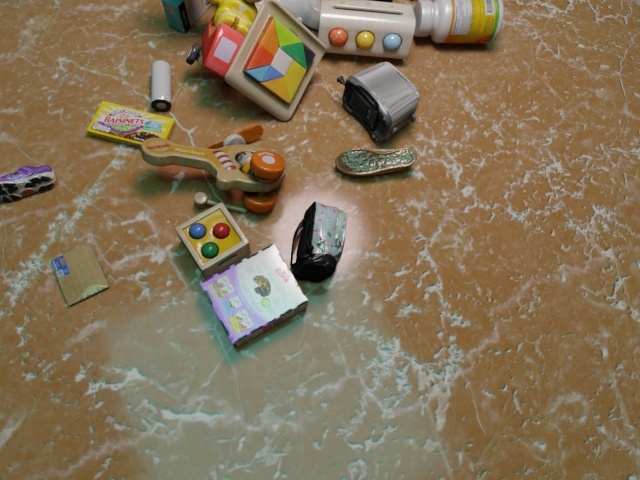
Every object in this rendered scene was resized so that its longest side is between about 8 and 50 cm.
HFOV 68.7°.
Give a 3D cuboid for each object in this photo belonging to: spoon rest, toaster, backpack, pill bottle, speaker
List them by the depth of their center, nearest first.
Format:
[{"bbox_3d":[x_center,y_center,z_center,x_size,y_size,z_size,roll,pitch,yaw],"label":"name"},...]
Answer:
[{"bbox_3d":[0.000,0.000,1.133,0.115,0.152,0.181,17,63,-15],"label":"backpack"},{"bbox_3d":[-0.442,-0.431,1.303,0.055,0.055,0.136,-5,69,-7],"label":"speaker"},{"bbox_3d":[0.166,-0.397,1.307,0.147,0.129,0.227,-33,72,-20],"label":"toaster"},{"bbox_3d":[0.415,-0.678,1.435,0.246,0.136,0.136,-2,68,-5],"label":"pill bottle"},{"bbox_3d":[-0.066,-0.751,1.465,0.277,0.084,0.137,28,69,-8],"label":"spoon rest"}]

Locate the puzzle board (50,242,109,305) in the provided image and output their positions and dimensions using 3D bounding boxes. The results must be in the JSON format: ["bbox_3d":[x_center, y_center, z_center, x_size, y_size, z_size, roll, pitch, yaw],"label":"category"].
[{"bbox_3d":[-0.570,0.079,1.110,0.097,0.011,0.128,-27,72,-14],"label":"puzzle board"}]

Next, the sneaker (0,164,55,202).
[{"bbox_3d":[-0.753,-0.147,1.168,0.170,0.068,0.071,-16,55,-20],"label":"sneaker"}]

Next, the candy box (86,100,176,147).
[{"bbox_3d":[-0.507,-0.306,1.263,0.206,0.027,0.105,14,64,0],"label":"candy box"}]

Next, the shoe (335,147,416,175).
[{"bbox_3d":[0.148,-0.211,1.272,0.219,0.058,0.076,-3,88,-2],"label":"shoe"}]

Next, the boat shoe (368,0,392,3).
[{"bbox_3d":[0.160,-0.776,1.500,0.152,0.056,0.049,-15,65,-21],"label":"boat shoe"}]

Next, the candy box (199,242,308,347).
[{"bbox_3d":[-0.152,0.127,1.091,0.196,0.070,0.164,-28,73,-12],"label":"candy box"}]

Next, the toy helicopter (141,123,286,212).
[{"bbox_3d":[-0.262,-0.213,1.182,0.356,0.140,0.234,7,44,-14],"label":"toy helicopter"}]

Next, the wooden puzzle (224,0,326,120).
[{"bbox_3d":[-0.109,-0.469,1.241,0.044,0.221,0.238,34,96,49],"label":"wooden puzzle"}]

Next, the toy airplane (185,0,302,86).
[{"bbox_3d":[-0.216,-0.652,1.287,0.386,0.272,0.384,-27,91,-38],"label":"toy airplane"}]

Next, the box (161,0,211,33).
[{"bbox_3d":[-0.373,-0.750,1.415,0.060,0.100,0.244,28,68,8],"label":"box"}]

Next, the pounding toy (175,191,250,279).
[{"bbox_3d":[-0.256,-0.044,1.142,0.181,0.094,0.206,-32,75,-16],"label":"pounding toy"}]

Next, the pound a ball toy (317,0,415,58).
[{"bbox_3d":[0.109,-0.637,1.343,0.320,0.208,0.135,3,54,-5],"label":"pound a ball toy"}]
